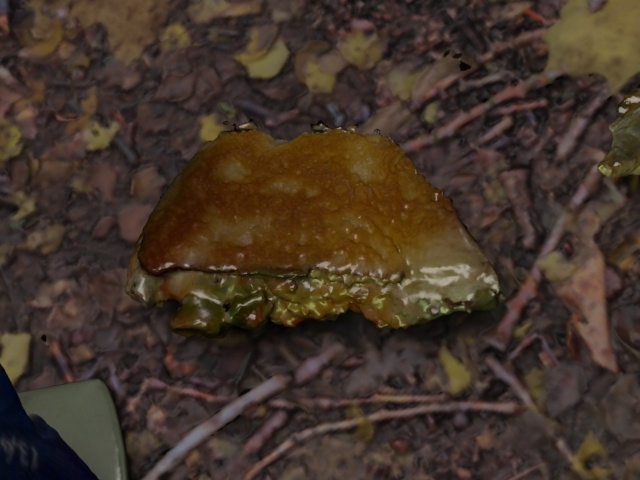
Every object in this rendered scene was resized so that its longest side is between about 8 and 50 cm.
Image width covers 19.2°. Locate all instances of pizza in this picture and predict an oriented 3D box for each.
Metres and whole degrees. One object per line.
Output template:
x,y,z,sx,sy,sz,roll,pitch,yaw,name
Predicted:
0.000,0.000,1.127,0.226,0.069,0.147,0,48,9,pizza

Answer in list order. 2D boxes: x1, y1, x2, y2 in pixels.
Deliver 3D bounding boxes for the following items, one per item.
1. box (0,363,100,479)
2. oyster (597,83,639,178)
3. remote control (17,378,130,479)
-0.226,0.222,0.994,0.206,0.262,0.291,-24,82,19,box
0.229,-0.091,1.125,0.146,0.045,0.121,-12,54,8,oyster
-0.251,0.163,1.133,0.285,0.038,0.123,-11,68,8,remote control
